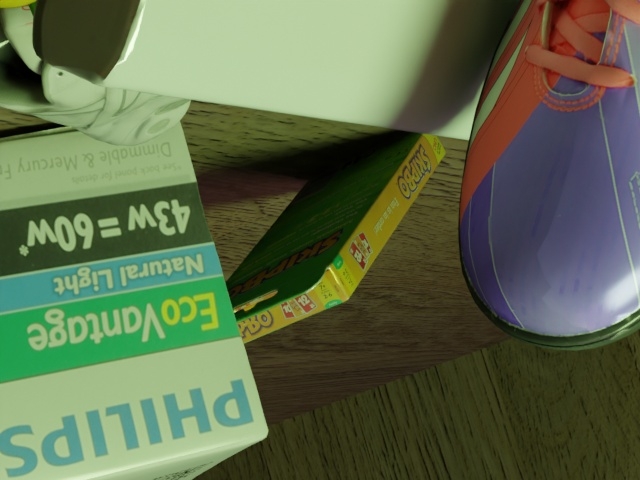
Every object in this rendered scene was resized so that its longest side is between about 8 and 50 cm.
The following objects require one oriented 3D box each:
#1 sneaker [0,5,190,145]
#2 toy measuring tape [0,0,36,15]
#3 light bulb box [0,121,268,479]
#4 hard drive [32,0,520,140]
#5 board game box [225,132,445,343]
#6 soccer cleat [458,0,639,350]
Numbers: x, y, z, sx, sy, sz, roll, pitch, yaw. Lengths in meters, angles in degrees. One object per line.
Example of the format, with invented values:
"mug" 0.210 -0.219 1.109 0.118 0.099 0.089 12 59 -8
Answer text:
"sneaker" -0.084 -0.104 0.727 0.115 0.090 0.232 -1 160 -42
"toy measuring tape" 0.016 -0.153 0.603 0.330 0.121 0.121 -21 171 -24
"light bulb box" -0.277 0.099 1.043 0.358 0.225 0.361 -10 165 -27
"hard drive" 0.046 -0.138 0.544 0.040 0.203 0.308 26 -167 32
"board game box" 0.000 0.000 1.145 0.124 0.039 0.259 -24 -166 31
"soccer cleat" 0.120 -0.119 0.530 0.109 0.318 0.116 21 169 29
